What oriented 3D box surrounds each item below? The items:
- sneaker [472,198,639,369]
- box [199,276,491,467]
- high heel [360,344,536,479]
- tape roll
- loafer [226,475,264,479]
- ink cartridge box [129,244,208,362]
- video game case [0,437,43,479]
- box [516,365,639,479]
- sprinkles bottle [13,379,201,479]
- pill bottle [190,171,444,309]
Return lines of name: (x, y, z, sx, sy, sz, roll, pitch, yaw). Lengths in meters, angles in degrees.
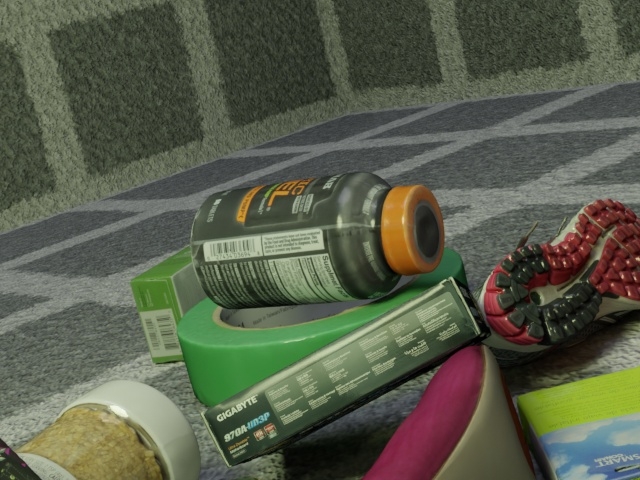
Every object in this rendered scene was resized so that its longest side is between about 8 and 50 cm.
sneaker: (0.237, 0.043, 1.080, 0.299, 0.120, 0.112, -14, -21, -40)
box: (0.030, 0.107, 0.894, 0.220, 0.051, 0.175, -30, -10, 8)
high heel: (0.043, 0.170, 0.714, 0.181, 0.127, 0.377, -18, 7, 13)
tape roll: (0.006, 0.088, 1.208, 0.321, 0.077, 0.321, -13, 12, 3)
loafer: (-0.072, 0.216, 0.637, 0.096, 0.084, 0.267, 33, 30, 5)
ink cartridge box: (-0.151, 0.066, 1.400, 0.062, 0.109, 0.209, -7, 14, 25)
video game case: (-0.214, 0.218, 0.611, 0.042, 0.210, 0.232, -50, -7, 30)
box: (0.211, 0.147, 0.790, 0.109, 0.042, 0.178, -14, 12, 3)
sprinkles bottle: (-0.221, 0.220, 0.762, 0.121, 0.121, 0.355, -7, 14, 28)
pill bottle: (0.000, 0.000, 1.123, 0.246, 0.130, 0.130, -6, 15, 30)
